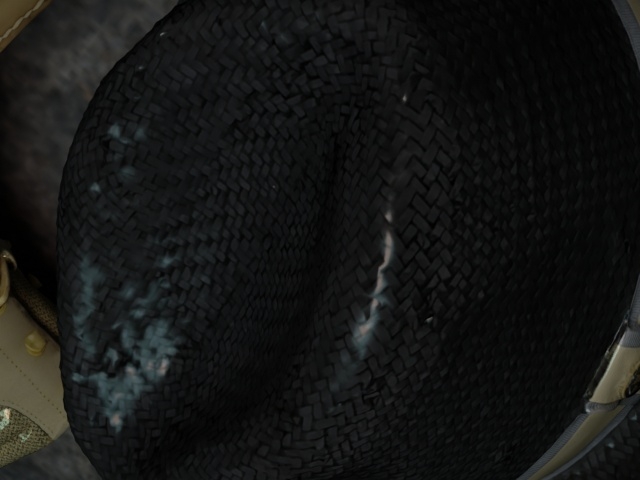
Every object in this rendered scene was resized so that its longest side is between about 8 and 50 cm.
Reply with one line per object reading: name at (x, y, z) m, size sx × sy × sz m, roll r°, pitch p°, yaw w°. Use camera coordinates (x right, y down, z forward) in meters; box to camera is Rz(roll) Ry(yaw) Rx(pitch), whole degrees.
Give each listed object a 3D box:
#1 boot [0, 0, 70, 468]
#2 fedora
boot at (-0.164, -0.009, 0.664) m, size 0.262 × 0.095 × 0.203 m, roll -42°, pitch 117°, yaw 10°
fedora at (0.000, 0.000, 0.518) m, size 0.334 × 0.152 × 0.334 m, roll 10°, pitch 105°, yaw 38°
